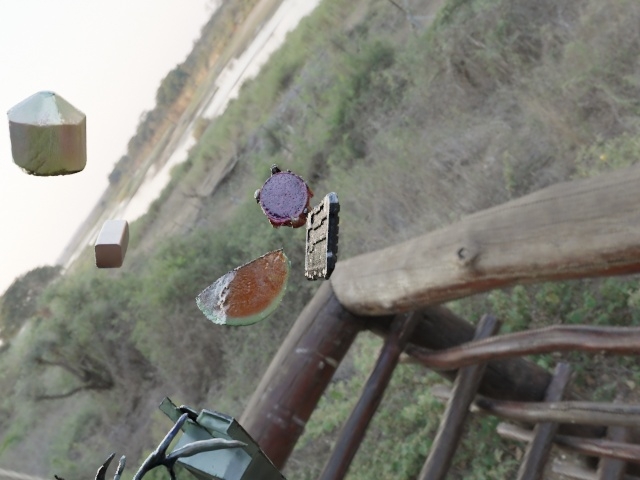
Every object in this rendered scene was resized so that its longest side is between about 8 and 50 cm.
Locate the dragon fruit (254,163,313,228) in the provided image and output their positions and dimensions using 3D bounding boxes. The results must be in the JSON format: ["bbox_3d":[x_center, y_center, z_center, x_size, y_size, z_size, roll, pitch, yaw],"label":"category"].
[{"bbox_3d":[-0.067,-0.075,1.415,0.112,0.126,0.068,-51,-21,-5],"label":"dragon fruit"}]

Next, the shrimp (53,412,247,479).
[{"bbox_3d":[-0.135,0.316,0.685,0.166,0.221,0.410,-43,-39,-43],"label":"shrimp"}]

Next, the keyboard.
[{"bbox_3d":[0.001,0.000,0.931,0.262,0.016,0.106,151,121,-82],"label":"keyboard"}]

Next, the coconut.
[{"bbox_3d":[-0.407,-0.163,1.065,0.116,0.116,0.122,-104,19,-68],"label":"coconut"}]

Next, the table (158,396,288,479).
[{"bbox_3d":[-0.145,0.307,1.015,0.146,0.175,0.062,5,51,40],"label":"table"}]

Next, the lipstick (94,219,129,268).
[{"bbox_3d":[-0.357,0.004,1.225,0.145,0.045,0.045,-119,30,-70],"label":"lipstick"}]

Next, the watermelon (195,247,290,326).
[{"bbox_3d":[-0.176,0.116,1.614,0.231,0.128,0.146,-27,9,-40],"label":"watermelon"}]
